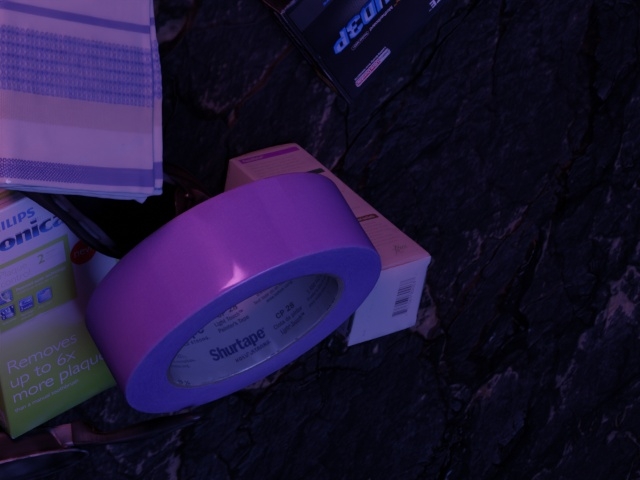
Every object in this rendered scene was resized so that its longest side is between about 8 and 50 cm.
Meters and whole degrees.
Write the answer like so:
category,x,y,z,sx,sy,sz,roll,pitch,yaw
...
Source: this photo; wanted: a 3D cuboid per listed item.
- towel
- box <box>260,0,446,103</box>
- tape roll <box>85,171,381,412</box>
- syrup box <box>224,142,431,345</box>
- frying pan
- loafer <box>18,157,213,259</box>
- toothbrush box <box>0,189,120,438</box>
category,x,y,z,sx,sy,sz,roll,pitch,yaw
towel,-0.207,-0.175,1.616,0.209,0.034,0.285,1,86,-56
box,0.055,-0.274,2.015,0.220,0.051,0.175,-46,142,-5
tape roll,-0.081,0.052,1.850,0.275,0.090,0.275,-28,159,-12
syrup box,0.000,0.000,2.039,0.096,0.237,0.093,-16,132,-35
frying pan,-0.292,0.210,1.953,0.197,0.053,0.326,-4,162,-46
loafer,-0.175,-0.029,1.766,0.109,0.095,0.302,-55,141,4
toothbrush box,-0.260,0.020,1.899,0.206,0.122,0.283,-27,136,-27
